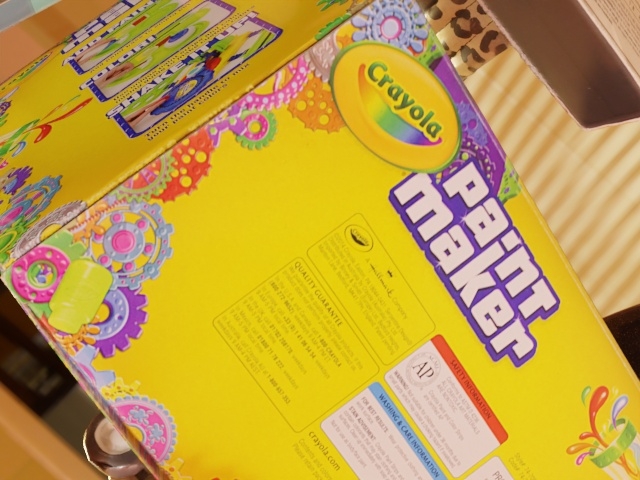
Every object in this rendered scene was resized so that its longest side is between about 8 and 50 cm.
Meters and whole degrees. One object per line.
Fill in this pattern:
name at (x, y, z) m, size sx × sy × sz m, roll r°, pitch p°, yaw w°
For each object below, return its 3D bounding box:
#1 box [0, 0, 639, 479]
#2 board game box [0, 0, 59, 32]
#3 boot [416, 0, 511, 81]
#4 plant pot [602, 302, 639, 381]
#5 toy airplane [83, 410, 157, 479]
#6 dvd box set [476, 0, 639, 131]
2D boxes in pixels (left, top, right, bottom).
box at (-0.008, 0.029, 0.603) m, size 0.177 × 0.290 × 0.279 m, roll -37°, pitch -155°, yaw -5°
board game box at (-0.297, -0.254, 0.838) m, size 0.254 × 0.079 × 0.336 m, roll -32°, pitch 152°, yaw -12°
boot at (0.045, -0.254, 0.976) m, size 0.138 × 0.284 × 0.377 m, roll -42°, pitch -176°, yaw -1°
plant pot at (0.227, 0.167, 0.928) m, size 0.187 × 0.167 × 0.188 m, roll -101°, pitch -175°, yaw -51°
toy airplane at (-0.198, 0.340, 0.941) m, size 0.386 × 0.272 × 0.384 m, roll 2°, pitch 122°, yaw -52°
dvd box set at (0.151, -0.327, 0.824) m, size 0.062 × 0.307 × 0.420 m, roll -12°, pitch -128°, yaw 37°
